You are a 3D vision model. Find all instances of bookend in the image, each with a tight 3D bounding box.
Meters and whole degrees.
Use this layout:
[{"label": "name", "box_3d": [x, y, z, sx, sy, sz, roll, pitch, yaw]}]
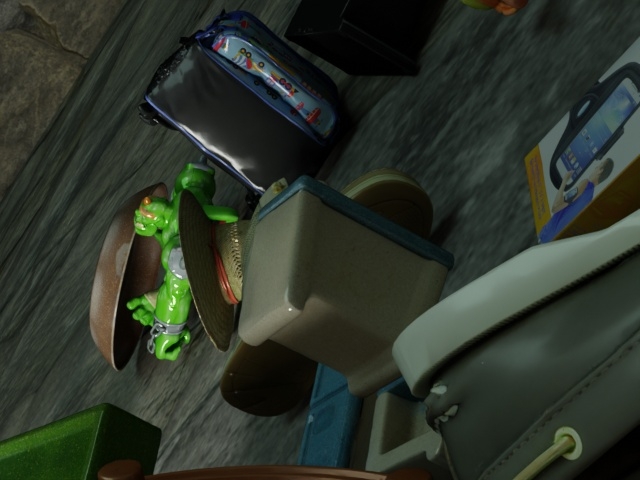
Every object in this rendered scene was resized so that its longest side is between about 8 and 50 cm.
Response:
[{"label": "bookend", "box_3d": [0.054, -0.220, 0.993, 0.157, 0.072, 0.156, -64, 19, -2]}]

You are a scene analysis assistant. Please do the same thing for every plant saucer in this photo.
[{"label": "plant saucer", "box_3d": [-0.199, 0.034, 1.242, 0.198, 0.036, 0.198, 12, -90, -88]}]

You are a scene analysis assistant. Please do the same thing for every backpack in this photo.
[{"label": "backpack", "box_3d": [-0.062, -0.126, 1.062, 0.117, 0.158, 0.173, -48, 11, 16]}]

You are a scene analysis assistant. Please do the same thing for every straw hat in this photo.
[{"label": "straw hat", "box_3d": [-0.068, 0.016, 1.007, 0.061, 0.144, 0.144, -14, 32, 6]}]

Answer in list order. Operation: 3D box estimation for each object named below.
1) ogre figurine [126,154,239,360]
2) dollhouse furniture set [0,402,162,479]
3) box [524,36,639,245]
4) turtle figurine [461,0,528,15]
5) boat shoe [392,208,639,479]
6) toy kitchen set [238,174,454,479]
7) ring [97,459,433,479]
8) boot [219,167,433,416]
[{"label": "ogre figurine", "box_3d": [-0.129, 0.002, 1.154, 0.197, 0.097, 0.118, -60, -6, -43]}, {"label": "dollhouse furniture set", "box_3d": [-0.127, 0.277, 0.670, 0.151, 0.197, 0.301, -20, 47, 36]}, {"label": "box", "box_3d": [0.154, -0.056, 0.591, 0.136, 0.028, 0.081, -52, 22, 34]}, {"label": "turtle figurine", "box_3d": [0.146, -0.217, 0.732, 0.217, 0.087, 0.269, -55, 12, 13]}, {"label": "boat shoe", "box_3d": [0.157, 0.012, 0.394, 0.305, 0.109, 0.091, -35, 66, 34]}, {"label": "toy kitchen set", "box_3d": [0.009, 0.051, 0.610, 0.207, 0.166, 0.122, -39, 30, 49]}, {"label": "ring", "box_3d": [-0.061, 0.153, 0.435, 0.336, 0.337, 0.032, -139, 39, -70]}, {"label": "boot", "box_3d": [0.000, 0.000, 0.842, 0.213, 0.077, 0.165, -54, 19, 32]}]
